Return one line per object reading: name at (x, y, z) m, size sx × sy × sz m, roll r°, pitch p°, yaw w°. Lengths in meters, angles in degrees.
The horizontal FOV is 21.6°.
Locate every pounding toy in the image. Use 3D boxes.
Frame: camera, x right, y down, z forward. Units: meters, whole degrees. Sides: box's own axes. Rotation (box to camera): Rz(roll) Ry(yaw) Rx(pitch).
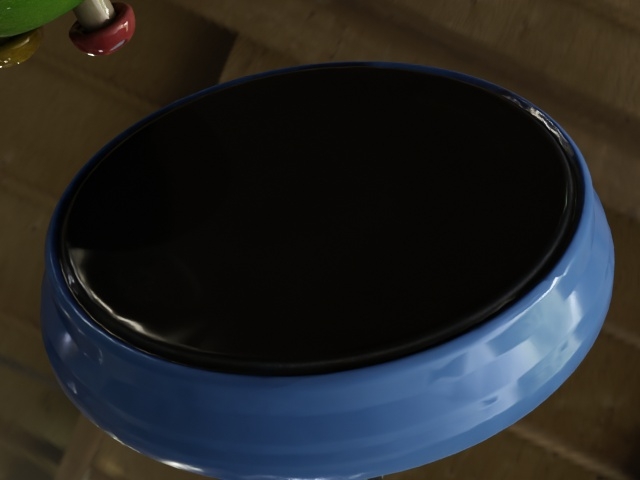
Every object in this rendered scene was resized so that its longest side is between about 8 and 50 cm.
pounding toy at (-0.225, -0.162, 1.219) m, size 0.183 × 0.237 × 0.110 m, roll 11°, pitch -45°, yaw 44°

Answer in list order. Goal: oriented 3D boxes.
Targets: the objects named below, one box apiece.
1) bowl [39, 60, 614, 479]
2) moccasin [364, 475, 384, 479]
bowl at (0.000, 0.000, 1.130) m, size 0.391 × 0.391 × 0.077 m, roll -1°, pitch -54°, yaw 10°
moccasin at (-0.080, 0.314, 1.310) m, size 0.147 × 0.380 × 0.139 m, roll 3°, pitch -26°, yaw 36°
